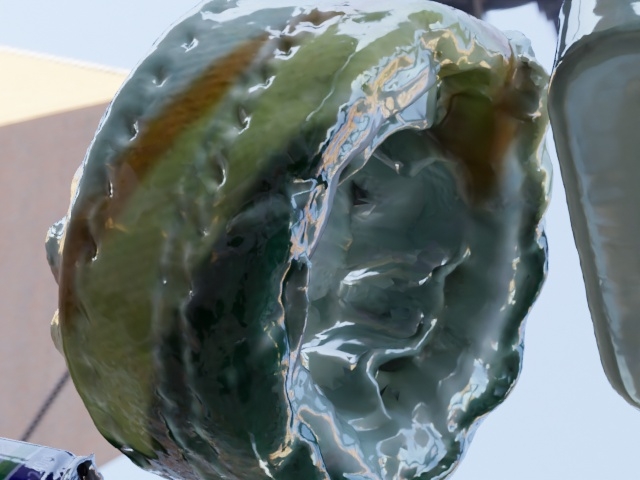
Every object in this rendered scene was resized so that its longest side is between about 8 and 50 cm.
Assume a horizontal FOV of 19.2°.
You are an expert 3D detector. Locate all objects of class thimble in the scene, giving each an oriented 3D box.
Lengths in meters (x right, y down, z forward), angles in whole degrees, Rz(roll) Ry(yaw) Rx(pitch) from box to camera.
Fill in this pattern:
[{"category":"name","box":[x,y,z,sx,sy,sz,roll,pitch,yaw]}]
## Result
[{"category":"thimble","box":[0.000,0.000,0.983,0.167,0.254,0.288,17,-108,39]}]

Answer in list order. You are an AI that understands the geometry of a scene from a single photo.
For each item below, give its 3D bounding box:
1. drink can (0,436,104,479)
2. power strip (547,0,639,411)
[{"category":"drink can","box":[-0.250,0.146,1.082,0.235,0.097,0.097,10,-76,10]},{"category":"power strip","box":[0.210,-0.004,0.618,0.229,0.141,0.261,-2,-49,20]}]
